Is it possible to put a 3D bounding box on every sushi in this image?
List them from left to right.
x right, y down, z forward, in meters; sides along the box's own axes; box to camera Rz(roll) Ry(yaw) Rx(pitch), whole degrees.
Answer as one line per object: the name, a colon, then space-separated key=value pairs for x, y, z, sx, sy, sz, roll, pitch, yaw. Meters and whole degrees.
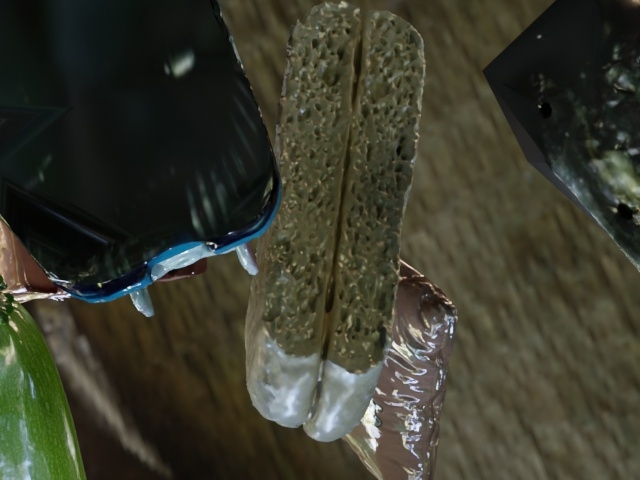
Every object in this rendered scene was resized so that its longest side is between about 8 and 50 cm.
sushi: x=0.266 y=-0.053 z=1.076 sx=0.212 sy=0.227 sz=0.215 roll=-45 pitch=144 yaw=18

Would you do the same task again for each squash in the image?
squash: x=-0.197 y=0.179 z=1.213 sx=0.101 sy=0.379 sz=0.101 roll=-6 pitch=-155 yaw=3

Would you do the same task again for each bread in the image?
bread: x=0.006 y=0.000 z=1.302 sx=0.102 sy=0.337 sz=0.183 roll=9 pitch=145 yaw=-2

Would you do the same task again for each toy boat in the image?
toy boat: x=-0.120 y=-0.113 z=0.895 sx=0.134 sy=0.299 sz=0.092 roll=-22 pitch=165 yaw=0

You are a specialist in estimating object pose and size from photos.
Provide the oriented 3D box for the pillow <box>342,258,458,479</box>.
pillow: x=0.023 y=0.077 z=1.495 sx=0.084 sy=0.223 sz=0.236 roll=-26 pitch=137 yaw=-28

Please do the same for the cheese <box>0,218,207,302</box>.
cheese: x=-0.204 y=-0.012 z=1.379 sx=0.203 sy=0.128 sz=0.177 roll=-7 pitch=179 yaw=7
